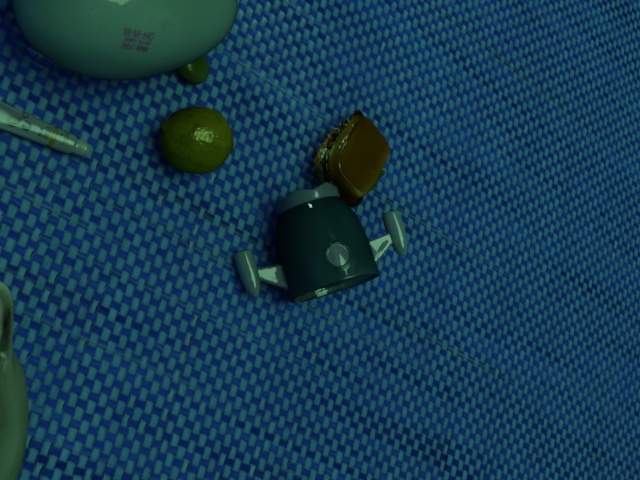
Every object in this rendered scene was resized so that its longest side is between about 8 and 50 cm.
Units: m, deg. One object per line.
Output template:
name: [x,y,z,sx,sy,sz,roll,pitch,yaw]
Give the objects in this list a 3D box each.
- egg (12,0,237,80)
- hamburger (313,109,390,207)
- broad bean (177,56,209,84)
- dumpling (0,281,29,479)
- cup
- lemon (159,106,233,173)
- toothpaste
egg: [-0.277,-0.354,1.639,0.371,0.230,0.230,-12,91,-44]
hamburger: [0.052,-0.137,1.972,0.137,0.087,0.166,51,52,-25]
broad bean: [-0.212,-0.293,1.808,0.063,0.045,0.083,-43,119,-48]
dumpling: [-0.511,0.219,1.337,0.315,0.233,0.395,9,110,-30]
cup: [0.000,0.000,1.863,0.299,0.167,0.173,-14,82,-16]
lemon: [-0.194,-0.159,1.756,0.133,0.109,0.109,11,76,-34]
toothpaste: [-0.424,-0.165,1.617,0.190,0.031,0.048,23,72,-33]
